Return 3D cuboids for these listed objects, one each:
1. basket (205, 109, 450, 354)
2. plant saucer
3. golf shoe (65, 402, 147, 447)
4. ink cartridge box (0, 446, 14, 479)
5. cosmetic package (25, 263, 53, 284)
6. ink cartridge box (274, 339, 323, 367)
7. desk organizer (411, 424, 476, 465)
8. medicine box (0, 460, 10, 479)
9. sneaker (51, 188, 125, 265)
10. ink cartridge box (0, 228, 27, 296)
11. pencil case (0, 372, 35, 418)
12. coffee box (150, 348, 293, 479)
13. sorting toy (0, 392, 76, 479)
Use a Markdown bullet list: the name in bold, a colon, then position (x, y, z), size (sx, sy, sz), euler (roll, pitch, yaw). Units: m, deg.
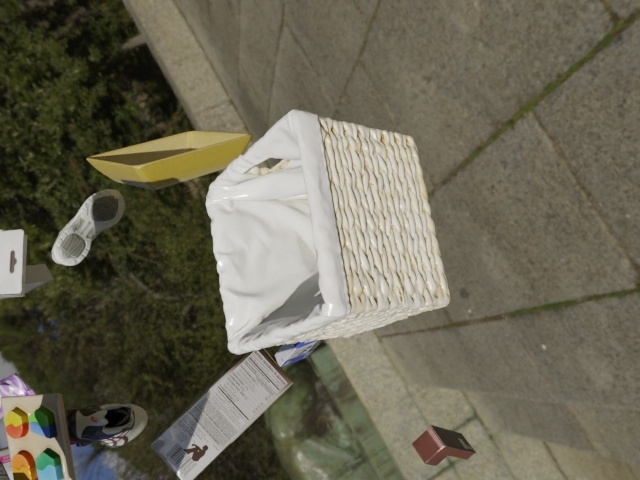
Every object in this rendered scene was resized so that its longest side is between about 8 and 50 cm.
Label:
- **basket**: position (0.000, 0.000, 1.027), size (0.328, 0.266, 0.332), euler (-29, 67, 50)
- **plant saucer**: position (-0.393, -0.211, 1.565), size (0.332, 0.332, 0.081), euler (14, 120, 48)
- **golf shoe**: position (-0.483, 0.437, 1.422), size (0.273, 0.120, 0.105), euler (29, -134, -67)
- **ink cartridge box**: position (-0.838, 0.652, 1.619), size (0.088, 0.234, 0.193), euler (44, 130, 38)
- **cosmetic package**: position (-0.851, 0.114, 1.680), size (0.060, 0.098, 0.239), euler (61, 174, -3)
- **ink cartridge box**: position (-0.062, 0.310, 1.730), size (0.046, 0.097, 0.207), euler (65, 155, 17)
- **desk organizer**: position (0.222, 0.372, 1.068), size (0.130, 0.050, 0.047), euler (31, -163, -46)
- **medicine box**: position (-0.485, 0.443, 0.771), size (0.289, 0.149, 0.263), euler (55, 166, 17)
- **sneaker**: position (-0.572, -0.036, 1.438), size (0.115, 0.232, 0.090), euler (-9, 128, 48)
- **ink cartridge box**: position (-0.536, 0.041, 0.953), size (0.061, 0.181, 0.104), euler (32, -125, -75)
- **pencil case**: position (-0.807, 0.409, 1.438), size (0.088, 0.206, 0.086), euler (13, 130, 45)
- **coffee box**: position (-0.210, 0.362, 1.297), size (0.119, 0.297, 0.168), euler (47, 168, 0)
- **sorting toy**: position (-0.581, 0.411, 1.209), size (0.038, 0.208, 0.193), euler (-9, -91, -59)
